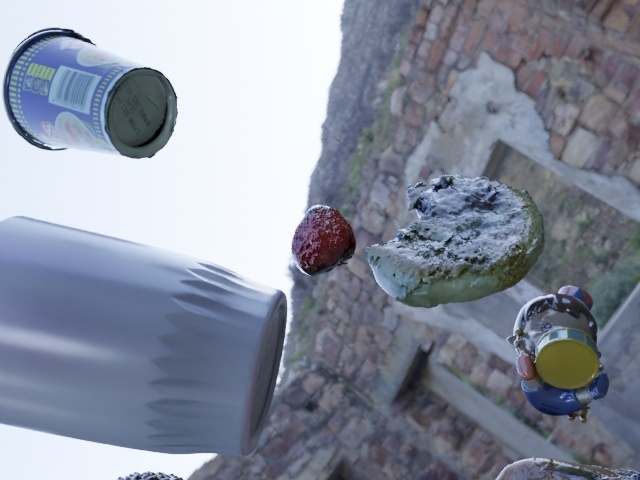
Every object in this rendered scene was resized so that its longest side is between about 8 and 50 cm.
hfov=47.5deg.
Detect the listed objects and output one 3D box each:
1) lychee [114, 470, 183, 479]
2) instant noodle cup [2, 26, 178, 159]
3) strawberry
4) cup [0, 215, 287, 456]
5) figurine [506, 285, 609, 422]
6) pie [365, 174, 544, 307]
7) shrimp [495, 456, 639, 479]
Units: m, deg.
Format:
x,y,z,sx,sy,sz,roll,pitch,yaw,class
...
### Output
x,y,z,sx,sy,sz,roll,pitch,yaw,class
-0.410,0.655,1.708,0.271,0.271,0.271,-46,-20,-23,lychee
-0.484,-0.305,1.585,0.284,0.312,0.284,-29,-52,-45,instant noodle cup
0.000,0.000,1.080,0.106,0.106,0.106,-46,-20,-23,strawberry
-0.242,0.125,0.885,0.253,0.371,0.253,12,-90,-83,cup
0.407,0.173,1.243,0.275,0.161,0.158,-66,-9,-62,figurine
0.255,-0.007,1.330,0.371,0.296,0.078,-53,-35,-42,pie
0.419,0.436,1.203,0.063,0.287,0.152,53,-136,-34,shrimp
